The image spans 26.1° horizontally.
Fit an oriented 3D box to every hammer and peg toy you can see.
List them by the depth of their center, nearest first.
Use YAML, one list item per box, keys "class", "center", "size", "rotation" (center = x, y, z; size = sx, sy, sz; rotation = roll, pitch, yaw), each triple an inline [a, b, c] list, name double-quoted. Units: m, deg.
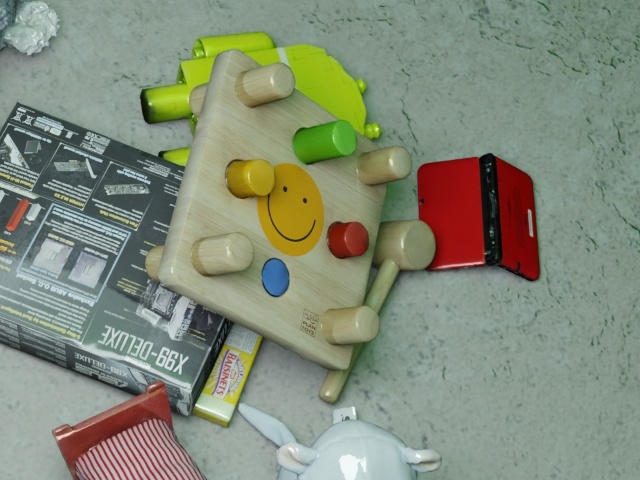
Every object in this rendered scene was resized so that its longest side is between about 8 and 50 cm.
- class: "hammer and peg toy"
  center: [0.000, 0.000, 1.411]
  size: [0.361, 0.127, 0.265]
  rotation: [32, 61, -39]

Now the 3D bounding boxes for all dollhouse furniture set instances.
- class: "dollhouse furniture set"
  center: [-0.250, 0.311, 1.228]
  size: [0.374, 0.152, 0.201]
  rotation: [-26, 41, -21]

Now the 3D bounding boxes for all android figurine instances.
- class: "android figurine"
  center: [-0.063, -0.138, 1.595]
  size: [0.273, 0.056, 0.248]
  rotation: [-12, 68, -20]

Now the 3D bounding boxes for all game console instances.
- class: "game console"
  center: [0.187, -0.022, 1.630]
  size: [0.124, 0.085, 0.144]
  rotation: [23, 56, -39]

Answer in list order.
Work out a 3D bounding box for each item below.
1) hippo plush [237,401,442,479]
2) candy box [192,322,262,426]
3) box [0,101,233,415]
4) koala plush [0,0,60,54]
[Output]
- class: "hippo plush"
  center: [0.056, 0.263, 1.323]
  size: [0.234, 0.236, 0.294]
  rotation: [4, 63, -13]
- class: "candy box"
  center: [-0.112, 0.090, 1.484]
  size: [0.105, 0.027, 0.205]
  rotation: [23, 61, -2]
- class: "box"
  center: [-0.229, 0.016, 1.445]
  size: [0.308, 0.076, 0.242]
  rotation: [20, 61, 3]
- class: "koala plush"
  center: [-0.408, -0.229, 1.502]
  size: [0.196, 0.203, 0.221]
  rotation: [19, 39, 8]
